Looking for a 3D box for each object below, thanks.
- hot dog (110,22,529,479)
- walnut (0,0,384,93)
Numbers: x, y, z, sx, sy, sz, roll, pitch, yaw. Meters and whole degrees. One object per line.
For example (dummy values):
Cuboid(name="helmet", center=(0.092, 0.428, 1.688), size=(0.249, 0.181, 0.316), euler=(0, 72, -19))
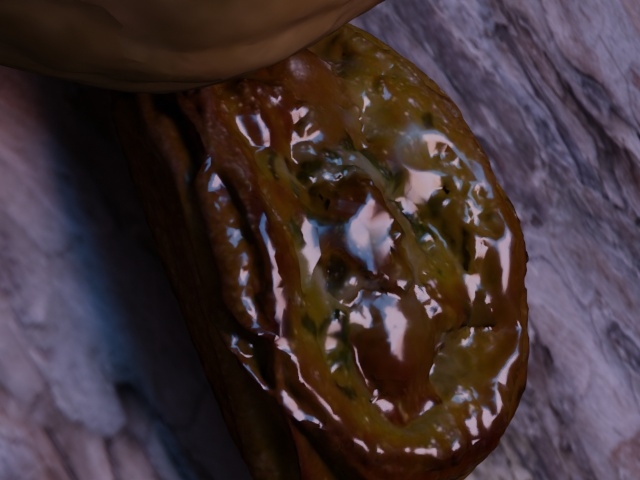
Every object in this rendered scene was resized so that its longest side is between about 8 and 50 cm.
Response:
Cuboid(name="hot dog", center=(0.000, 0.000, 0.790), size=(0.196, 0.122, 0.272), euler=(-13, 82, -42))
Cuboid(name="walnut", center=(-0.086, -0.244, 0.654), size=(0.383, 0.383, 0.383), euler=(24, 54, -38))
